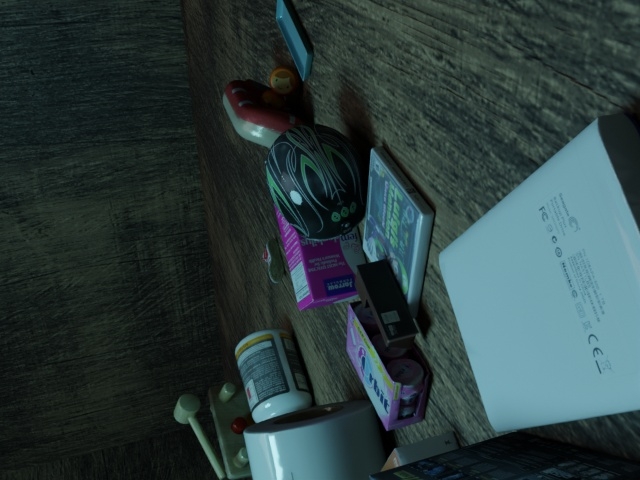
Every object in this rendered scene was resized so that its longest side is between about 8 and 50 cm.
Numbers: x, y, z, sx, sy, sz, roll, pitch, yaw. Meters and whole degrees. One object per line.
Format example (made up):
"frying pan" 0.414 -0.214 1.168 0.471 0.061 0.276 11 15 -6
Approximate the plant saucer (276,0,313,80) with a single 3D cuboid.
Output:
"plant saucer" -0.050 -0.389 1.288 0.067 0.018 0.192 101 153 -53

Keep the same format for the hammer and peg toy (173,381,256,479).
"hammer and peg toy" -0.202 0.502 1.792 0.127 0.361 0.266 -57 44 41

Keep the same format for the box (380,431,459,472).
"box" 0.149 0.367 0.953 0.170 0.091 0.130 100 154 -53

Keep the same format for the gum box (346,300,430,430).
"gum box" 0.101 0.190 1.053 0.188 0.062 0.107 -120 24 -49

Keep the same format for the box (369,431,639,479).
"box" 0.169 0.242 0.634 0.232 0.183 0.059 150 108 -73

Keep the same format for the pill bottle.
"pill bottle" -0.113 0.379 1.745 0.162 0.162 0.278 101 154 -52

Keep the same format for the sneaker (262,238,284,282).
"sneaker" -0.125 0.062 1.798 0.067 0.042 0.118 126 139 -63

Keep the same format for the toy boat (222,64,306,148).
"toy boat" -0.091 -0.274 1.342 0.151 0.151 0.231 -59 35 23

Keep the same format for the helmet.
"helmet" -0.008 -0.099 1.066 0.169 0.169 0.162 54 167 56

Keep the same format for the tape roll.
"tape roll" -0.004 0.397 1.226 0.246 0.246 0.169 144 115 -73

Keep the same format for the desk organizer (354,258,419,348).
"desk organizer" 0.092 0.096 0.980 0.050 0.047 0.130 95 158 -52

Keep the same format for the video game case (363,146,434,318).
"video game case" 0.106 -0.011 0.982 0.173 0.022 0.190 -119 24 -47

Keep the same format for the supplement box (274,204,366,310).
"supplement box" 0.000 0.000 1.194 0.114 0.111 0.220 137 120 -71

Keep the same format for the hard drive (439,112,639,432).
"hard drive" 0.211 0.056 0.623 0.319 0.040 0.210 122 136 -67
